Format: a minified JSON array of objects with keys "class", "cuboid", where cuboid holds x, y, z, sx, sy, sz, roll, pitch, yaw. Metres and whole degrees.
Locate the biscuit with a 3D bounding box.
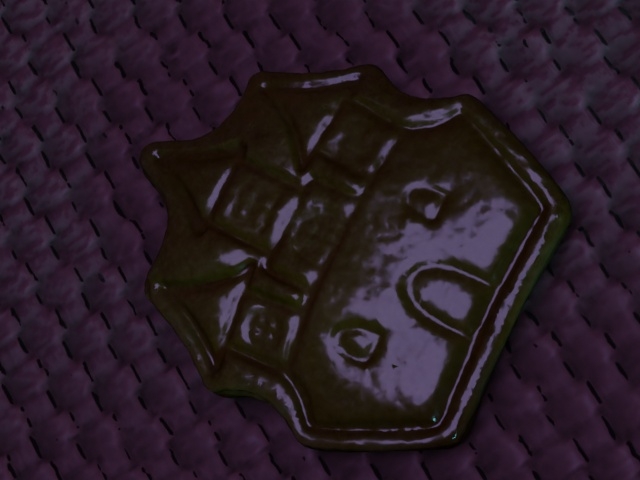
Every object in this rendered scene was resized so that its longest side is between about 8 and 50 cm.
[{"class":"biscuit","cuboid":[-0.001,-0.001,0.896,0.215,0.034,0.182,24,84,24]}]
